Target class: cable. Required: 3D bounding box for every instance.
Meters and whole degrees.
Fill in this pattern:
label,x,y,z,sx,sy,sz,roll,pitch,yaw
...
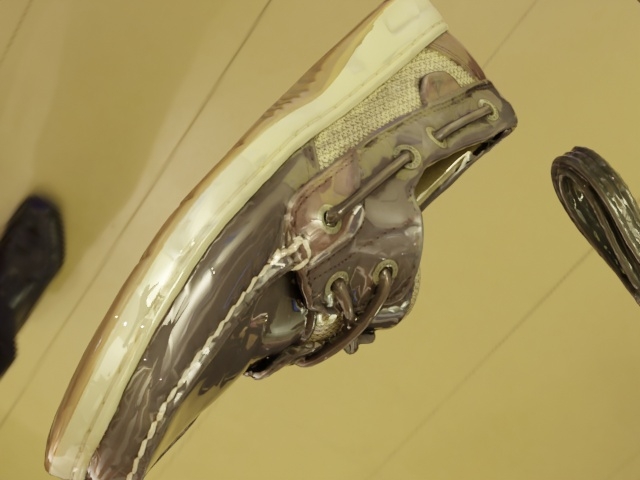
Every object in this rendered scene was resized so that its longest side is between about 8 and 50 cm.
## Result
label,x,y,z,sx,sy,sz,roll,pitch,yaw
cable,0.274,0.048,0.979,0.072,0.287,0.139,-27,147,-8

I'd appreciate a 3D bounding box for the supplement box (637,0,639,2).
label,x,y,z,sx,sy,sz,roll,pitch,yaw
supplement box,0.312,-0.176,0.874,0.188,0.080,0.104,12,167,47

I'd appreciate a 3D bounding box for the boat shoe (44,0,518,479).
label,x,y,z,sx,sy,sz,roll,pitch,yaw
boat shoe,0.000,0.000,0.536,0.092,0.285,0.103,35,138,3
